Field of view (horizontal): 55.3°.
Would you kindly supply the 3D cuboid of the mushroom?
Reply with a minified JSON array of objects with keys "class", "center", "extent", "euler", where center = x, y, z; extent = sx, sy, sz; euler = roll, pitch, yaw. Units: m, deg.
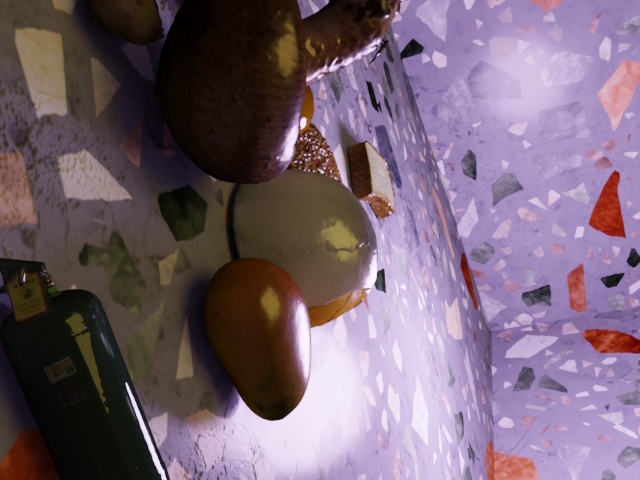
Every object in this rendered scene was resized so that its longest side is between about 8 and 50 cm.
[{"class":"mushroom","center":[-0.068,-0.258,0.910],"extent":[0.356,0.331,0.334],"euler":[-11,110,-33]}]

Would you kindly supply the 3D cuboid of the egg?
[{"class":"egg","center":[0.000,0.000,1.131],"extent":[0.337,0.201,0.337],"euler":[-14,90,-71]}]

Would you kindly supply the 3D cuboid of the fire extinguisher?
[{"class":"fire extinguisher","center":[-0.240,0.149,0.597],"extent":[0.095,0.115,0.311],"euler":[-168,-120,-70]}]

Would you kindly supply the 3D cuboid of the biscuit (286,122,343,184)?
[{"class":"biscuit","center":[-0.002,-0.137,1.417],"extent":[0.305,0.038,0.305],"euler":[-14,90,-68]}]

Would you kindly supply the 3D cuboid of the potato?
[{"class":"potato","center":[-0.278,-0.321,0.826],"extent":[0.172,0.089,0.100],"euler":[54,-17,35]}]

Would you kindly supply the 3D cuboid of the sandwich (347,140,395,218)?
[{"class":"sandwich","center":[0.152,-0.176,1.785],"extent":[0.215,0.065,0.186],"euler":[24,54,-63]}]

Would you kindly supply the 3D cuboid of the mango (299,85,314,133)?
[{"class":"mango","center":[-0.094,-0.306,1.189],"extent":[0.221,0.120,0.151],"euler":[62,22,-17]}]

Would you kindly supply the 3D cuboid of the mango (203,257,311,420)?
[{"class":"mango","center":[-0.085,0.141,0.923],"extent":[0.175,0.139,0.254],"euler":[-53,135,-48]}]
